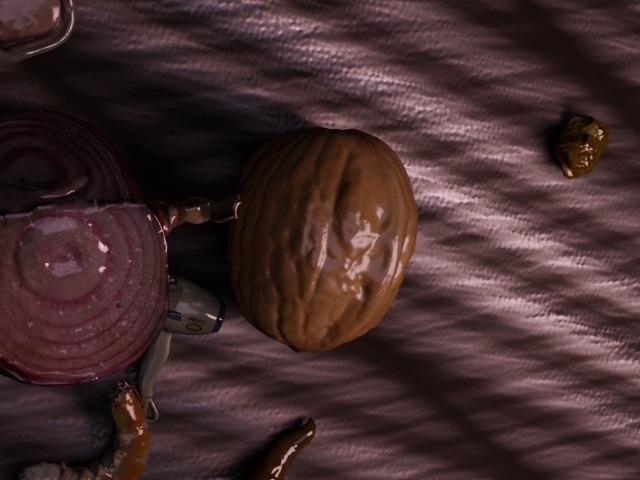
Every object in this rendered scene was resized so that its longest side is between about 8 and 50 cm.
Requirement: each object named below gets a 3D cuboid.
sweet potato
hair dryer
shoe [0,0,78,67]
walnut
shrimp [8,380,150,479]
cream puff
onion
[{"bbox_3d":[-0.090,0.316,1.468,0.249,0.059,0.069,-39,74,-9],"label":"sweet potato"},{"bbox_3d":[-0.223,0.113,1.392,0.167,0.067,0.199,31,105,-14],"label":"hair dryer"},{"bbox_3d":[-0.363,-0.216,1.232,0.251,0.100,0.103,-22,109,-17],"label":"shoe"},{"bbox_3d":[0.000,0.000,1.355,0.225,0.225,0.261,12,96,-22],"label":"walnut"},{"bbox_3d":[-0.273,0.237,1.383,0.161,0.049,0.166,7,108,-25],"label":"shrimp"},{"bbox_3d":[0.327,-0.118,1.525,0.058,0.083,0.083,26,108,17],"label":"cream puff"},{"bbox_3d":[-0.280,0.003,1.240,0.272,0.230,0.256,13,106,-32],"label":"onion"}]
